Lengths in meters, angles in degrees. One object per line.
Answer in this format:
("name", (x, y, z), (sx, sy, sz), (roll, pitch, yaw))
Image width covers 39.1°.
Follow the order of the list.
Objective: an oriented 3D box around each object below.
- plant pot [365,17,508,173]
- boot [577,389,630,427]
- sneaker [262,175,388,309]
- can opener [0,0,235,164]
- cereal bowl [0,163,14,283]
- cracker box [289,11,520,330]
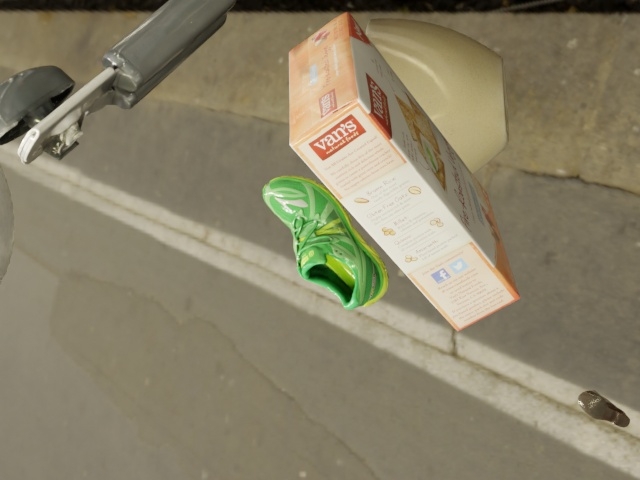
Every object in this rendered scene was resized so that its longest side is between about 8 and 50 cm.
("plant pot", (0.185, -0.201, 1.366), (0.191, 0.284, 0.284), (-3, 75, 14))
("boot", (0.477, 0.280, 1.577), (0.037, 0.106, 0.114), (-56, 10, 7))
("sneaker", (0.000, 0.000, 1.617), (0.295, 0.123, 0.109), (47, 131, 9))
("can opener", (-0.202, -0.180, 0.871), (0.283, 0.095, 0.076), (-50, 4, -29))
("cereal bowl", (-0.481, -0.057, 1.013), (0.339, 0.339, 0.141), (-48, 3, 35))
("cracker box", (0.068, -0.056, 0.740), (0.067, 0.232, 0.155), (-32, 32, 20))
